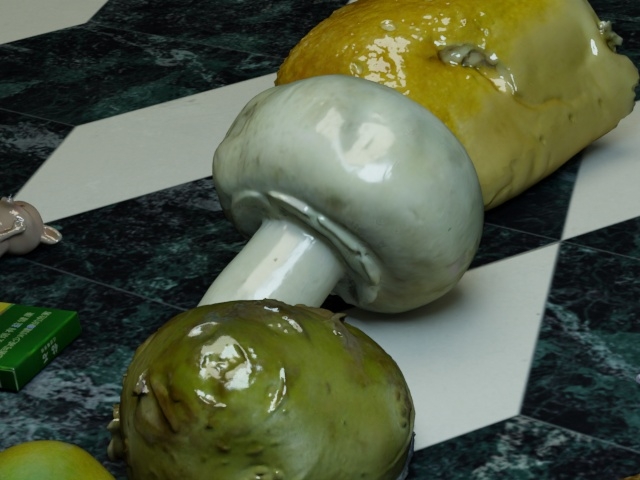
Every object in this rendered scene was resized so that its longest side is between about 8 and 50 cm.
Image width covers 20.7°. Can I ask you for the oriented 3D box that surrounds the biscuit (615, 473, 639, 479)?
[{"bbox_3d":[0.275,0.275,1.401,0.106,0.070,0.252,-14,26,-14],"label":"biscuit"}]

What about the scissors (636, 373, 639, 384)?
[{"bbox_3d":[0.399,0.147,1.688,0.189,0.015,0.100,16,32,38],"label":"scissors"}]

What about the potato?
[{"bbox_3d":[-0.044,0.138,1.632,0.299,0.196,0.246,-26,33,-36],"label":"potato"}]

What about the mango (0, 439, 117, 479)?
[{"bbox_3d":[-0.214,0.264,1.474,0.156,0.114,0.251,23,16,-36],"label":"mango"}]

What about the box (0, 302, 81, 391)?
[{"bbox_3d":[-0.400,0.110,1.961,0.235,0.034,0.132,5,29,25],"label":"box"}]

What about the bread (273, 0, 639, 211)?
[{"bbox_3d":[0.147,-0.202,2.197,0.394,0.250,0.361,-28,32,-34],"label":"bread"}]

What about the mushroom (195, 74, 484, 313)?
[{"bbox_3d":[0.000,0.000,1.859,0.314,0.314,0.336,21,70,45],"label":"mushroom"}]

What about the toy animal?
[{"bbox_3d":[-0.402,-0.004,2.157,0.150,0.089,0.083,-19,50,-29],"label":"toy animal"}]
